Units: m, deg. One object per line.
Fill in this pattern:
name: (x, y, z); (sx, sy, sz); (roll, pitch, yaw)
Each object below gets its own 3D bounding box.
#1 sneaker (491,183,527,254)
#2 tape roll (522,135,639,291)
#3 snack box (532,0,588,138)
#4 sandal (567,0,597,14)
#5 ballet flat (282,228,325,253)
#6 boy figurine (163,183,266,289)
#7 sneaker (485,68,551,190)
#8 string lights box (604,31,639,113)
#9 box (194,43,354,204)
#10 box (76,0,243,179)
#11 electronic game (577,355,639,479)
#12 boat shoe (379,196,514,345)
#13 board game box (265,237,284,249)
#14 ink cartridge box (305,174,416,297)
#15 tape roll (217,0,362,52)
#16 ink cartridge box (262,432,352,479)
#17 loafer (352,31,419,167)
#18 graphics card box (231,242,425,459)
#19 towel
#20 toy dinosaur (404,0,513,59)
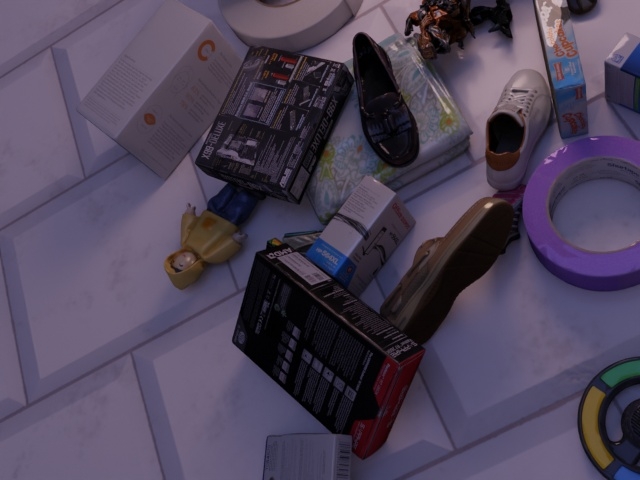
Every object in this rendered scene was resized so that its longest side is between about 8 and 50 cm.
sneaker: (0.358, -0.038, 1.432); (0.063, 0.075, 0.170); (5, 47, 42)
tape roll: (0.514, -0.050, 1.355); (0.274, 0.090, 0.275); (-8, 66, 18)
snack box: (0.465, -0.385, 1.454); (0.060, 0.187, 0.322); (-11, 66, 18)
sandal: (0.548, -0.581, 1.581); (0.090, 0.060, 0.219); (-12, 79, 24)
ballet flat: (0.000, 0.000, 1.572); (0.168, 0.057, 0.052); (-8, 94, 23)
boy figurine: (-0.250, -0.023, 1.653); (0.177, 0.092, 0.285); (34, 81, 27)
sneaker: (0.389, -0.246, 1.455); (0.105, 0.123, 0.290); (6, 60, 23)
string lights box: (0.656, -0.268, 1.359); (0.259, 0.133, 0.077); (35, 84, 29)
box: (-0.099, -0.255, 1.594); (0.242, 0.076, 0.307); (18, 78, 26)
box: (-0.365, -0.357, 1.763); (0.168, 0.215, 0.345); (36, 85, 30)
electronic game: (0.543, 0.304, 1.220); (0.229, 0.048, 0.229); (-8, 66, 19)
boat shoe: (0.218, 0.045, 1.369); (0.341, 0.121, 0.110); (-55, 45, 21)
board game box: (-0.019, 0.114, 1.487); (0.259, 0.136, 0.030); (36, 41, 29)
ink cartridge box: (0.084, -0.006, 1.475); (0.086, 0.148, 0.203); (36, 86, 31)
tape roll: (-0.070, -0.644, 1.845); (0.392, 0.072, 0.392); (-8, 66, 19)
ink cartridge box: (-0.031, 0.468, 1.358); (0.224, 0.045, 0.223); (-18, 62, 50)
loafer: (0.118, -0.290, 1.511); (0.109, 0.095, 0.303); (-21, 65, 13)
graphics card box: (0.001, 0.199, 1.393); (0.371, 0.094, 0.233); (35, 124, 29)
towel: (0.103, -0.250, 1.603); (0.374, 0.090, 0.321); (-29, 61, 9)
toy dinosaur: (0.289, -0.515, 1.596); (0.218, 0.164, 0.322); (-5, 68, 25)
